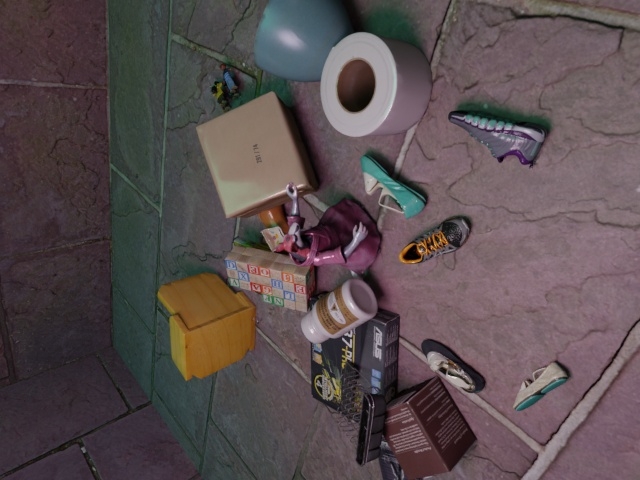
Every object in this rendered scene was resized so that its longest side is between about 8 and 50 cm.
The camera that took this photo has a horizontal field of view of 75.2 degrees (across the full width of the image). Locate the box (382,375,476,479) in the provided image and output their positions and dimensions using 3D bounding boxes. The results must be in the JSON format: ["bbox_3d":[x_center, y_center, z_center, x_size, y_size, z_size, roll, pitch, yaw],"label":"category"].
[{"bbox_3d":[0.296,0.539,1.199,0.168,0.166,0.203,-44,71,43],"label":"box"}]

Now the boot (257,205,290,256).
[{"bbox_3d":[-0.124,-0.030,1.489,0.220,0.108,0.284,28,122,38],"label":"boot"}]

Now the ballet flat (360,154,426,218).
[{"bbox_3d":[0.178,-0.147,1.164,0.087,0.083,0.247,-46,65,-2],"label":"ballet flat"}]

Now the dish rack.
[{"bbox_3d":[0.103,0.498,1.244,0.271,0.074,0.209,-152,66,-65],"label":"dish rack"}]

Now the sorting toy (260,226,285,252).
[{"bbox_3d":[-0.155,-0.013,1.441,0.075,0.044,0.083,-29,89,39],"label":"sorting toy"}]

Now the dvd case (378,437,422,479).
[{"bbox_3d":[0.271,0.783,1.403,0.164,0.018,0.222,-10,94,45],"label":"dvd case"}]

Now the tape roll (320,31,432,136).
[{"bbox_3d":[0.142,-0.396,1.080,0.246,0.169,0.247,15,113,41],"label":"tape roll"}]

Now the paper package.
[{"bbox_3d":[-0.204,-0.267,1.372,0.309,0.168,0.325,-20,87,12],"label":"paper package"}]

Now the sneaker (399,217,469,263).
[{"bbox_3d":[0.299,0.012,1.105,0.215,0.083,0.084,-40,72,42],"label":"sneaker"}]

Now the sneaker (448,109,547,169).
[{"bbox_3d":[0.387,-0.233,0.950,0.223,0.083,0.098,29,125,35],"label":"sneaker"}]

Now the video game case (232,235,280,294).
[{"bbox_3d":[-0.211,0.126,1.611,0.248,0.035,0.275,16,134,41],"label":"video game case"}]

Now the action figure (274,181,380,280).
[{"bbox_3d":[0.000,0.000,1.189,0.248,0.369,0.276,42,126,27],"label":"action figure"}]

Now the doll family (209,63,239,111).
[{"bbox_3d":[-0.370,-0.592,1.603,0.192,0.075,0.112,-31,76,40],"label":"doll family"}]

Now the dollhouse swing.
[{"bbox_3d":[-0.514,0.357,1.818,0.304,0.346,0.316,22,117,38],"label":"dollhouse swing"}]

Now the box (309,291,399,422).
[{"bbox_3d":[0.106,0.400,1.399,0.318,0.097,0.396,13,109,40],"label":"box"}]

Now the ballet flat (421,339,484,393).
[{"bbox_3d":[0.355,0.352,1.157,0.203,0.074,0.074,35,124,33],"label":"ballet flat"}]

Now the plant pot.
[{"bbox_3d":[-0.021,-0.560,1.147,0.195,0.290,0.290,33,127,3],"label":"plant pot"}]

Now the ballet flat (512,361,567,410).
[{"bbox_3d":[0.527,0.354,1.012,0.168,0.057,0.053,-57,34,34],"label":"ballet flat"}]

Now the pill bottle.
[{"bbox_3d":[0.050,0.220,1.257,0.229,0.131,0.131,-39,74,33],"label":"pill bottle"}]

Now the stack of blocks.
[{"bbox_3d":[-0.173,0.132,1.457,0.296,0.087,0.171,11,130,15],"label":"stack of blocks"}]
